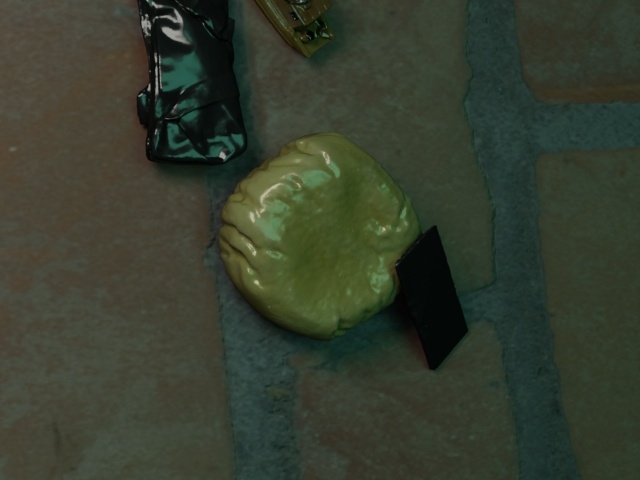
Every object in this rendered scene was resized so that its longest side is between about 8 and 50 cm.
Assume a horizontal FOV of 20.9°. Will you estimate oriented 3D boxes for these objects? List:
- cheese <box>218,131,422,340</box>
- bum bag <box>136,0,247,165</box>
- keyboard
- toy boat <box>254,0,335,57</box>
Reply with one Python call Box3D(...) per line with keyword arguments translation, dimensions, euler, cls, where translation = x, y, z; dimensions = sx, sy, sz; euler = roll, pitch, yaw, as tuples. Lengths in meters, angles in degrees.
Box3D(translation=(0.000, 0.000, 1.933), dimensions=(0.214, 0.117, 0.226), euler=(-43, 110, -17), cls="cheese")
Box3D(translation=(-0.144, -0.204, 1.898), dimensions=(0.123, 0.060, 0.248), euler=(-4, 88, -27), cls="bum bag")
Box3D(translation=(0.128, 0.067, 1.994), dimensions=(0.074, 0.015, 0.196), euler=(-50, 143, -25), cls="keyboard")
Box3D(translation=(-0.050, -0.298, 1.943), dimensions=(0.057, 0.077, 0.200), euler=(-41, 105, -23), cls="toy boat")
